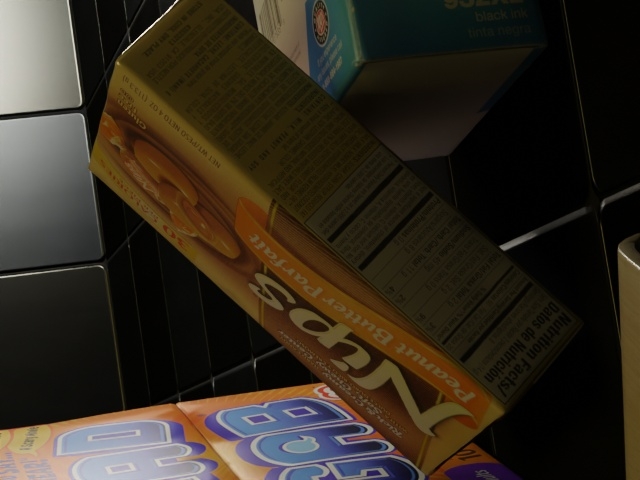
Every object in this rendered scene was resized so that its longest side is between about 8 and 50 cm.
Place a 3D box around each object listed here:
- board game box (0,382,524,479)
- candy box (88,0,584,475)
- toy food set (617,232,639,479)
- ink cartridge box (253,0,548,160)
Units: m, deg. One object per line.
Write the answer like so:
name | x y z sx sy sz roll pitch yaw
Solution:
board game box | -0.058 0.328 1.402 0.356 0.356 0.357 -151 56 -73
candy box | 0.000 0.000 1.225 0.316 0.087 0.183 41 158 4
toy food set | 0.198 0.129 0.783 0.306 0.092 0.220 -120 25 -76
ink cartridge box | 0.028 -0.225 1.266 0.223 0.129 0.307 127 134 -70
